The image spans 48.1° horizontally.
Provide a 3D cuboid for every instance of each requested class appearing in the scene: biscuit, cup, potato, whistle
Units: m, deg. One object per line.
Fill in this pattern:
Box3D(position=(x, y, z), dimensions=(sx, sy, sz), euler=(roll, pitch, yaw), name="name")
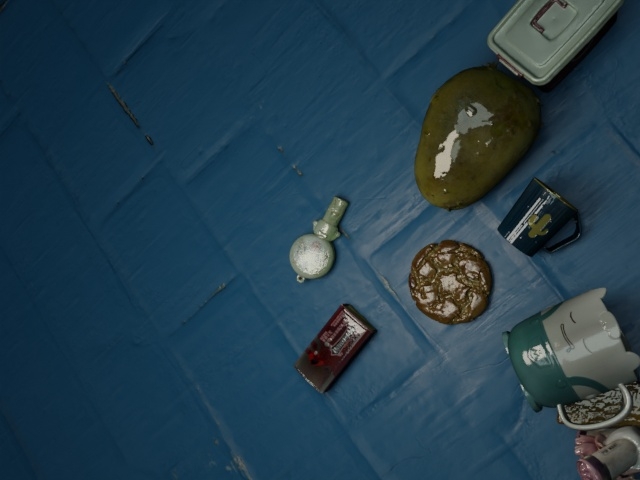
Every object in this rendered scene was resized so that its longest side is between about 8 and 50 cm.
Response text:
Box3D(position=(0.679, 0.396, 1.661), dimensions=(0.228, 0.031, 0.176), euler=(19, 95, 22), name="biscuit")
Box3D(position=(0.529, -0.040, 1.714), dimensions=(0.176, 0.131, 0.155), euler=(37, 107, -5), name="cup")
Box3D(position=(0.328, 0.106, 1.826), dimensions=(0.225, 0.042, 0.226), euler=(-2, 85, 24), name="biscuit")
Box3D(position=(0.357, -0.250, 1.741), dimensions=(0.269, 0.219, 0.359), euler=(41, 105, 13), name="potato")
Box3D(position=(0.000, 0.000, 1.964), dimensions=(0.126, 0.067, 0.258), euler=(27, 93, 9), name="whistle")
Box3D(position=(0.576, 0.277, 1.602), dimensions=(0.257, 0.219, 0.290), euler=(-27, 62, 20), name="cup")

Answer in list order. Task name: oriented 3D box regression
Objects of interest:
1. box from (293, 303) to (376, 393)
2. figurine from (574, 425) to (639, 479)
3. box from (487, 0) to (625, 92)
Box3D(position=(0.038, 0.289, 1.926), dimensions=(0.120, 0.069, 0.224), euler=(43, 102, 20), name="box")
Box3D(position=(0.655, 0.576, 1.511), dimensions=(0.211, 0.253, 0.361), euler=(-12, 91, 34), name="figurine")
Box3D(position=(0.559, -0.503, 1.697), dimensions=(0.294, 0.167, 0.193), euler=(-47, 72, 14), name="box")
